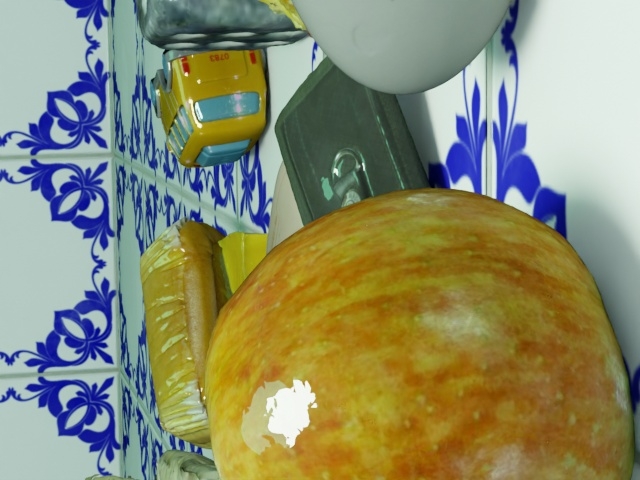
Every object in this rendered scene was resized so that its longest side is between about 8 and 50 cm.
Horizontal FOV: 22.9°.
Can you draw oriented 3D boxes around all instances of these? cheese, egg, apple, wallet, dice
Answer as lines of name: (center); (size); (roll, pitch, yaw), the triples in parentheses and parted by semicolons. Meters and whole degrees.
cheese: (-0.054, 0.028, 1.722); (0.171, 0.093, 0.126); (-131, 38, -69)
egg: (0.055, -0.212, 1.064); (0.176, 0.176, 0.231); (-120, 20, -62)
apple: (0.051, 0.117, 0.979); (0.277, 0.250, 0.309); (-121, 29, -62)
wallet: (0.031, -0.042, 1.331); (0.168, 0.052, 0.245); (-48, 55, 49)
dice: (-0.102, -0.299, 1.675); (0.181, 0.182, 0.183); (164, 104, -77)

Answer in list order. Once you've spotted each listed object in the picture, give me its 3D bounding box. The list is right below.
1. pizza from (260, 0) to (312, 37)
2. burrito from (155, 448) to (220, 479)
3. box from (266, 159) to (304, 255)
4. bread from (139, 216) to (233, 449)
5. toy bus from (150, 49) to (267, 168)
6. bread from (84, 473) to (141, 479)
pizza: (-0.016, -0.306, 1.383); (0.223, 0.089, 0.323); (15, 110, 46)
burrito: (-0.105, 0.350, 1.898); (0.332, 0.135, 0.190); (173, 91, -75)
box: (0.000, 0.000, 1.502); (0.146, 0.088, 0.200); (-107, 21, -48)
bread: (-0.149, 0.124, 1.988); (0.152, 0.119, 0.288); (33, -142, -48)
toy bus: (-0.135, -0.166, 1.970); (0.209, 0.126, 0.136); (137, 121, -72)
bread: (-0.274, 0.543, 2.400); (0.279, 0.249, 0.315); (-99, 27, -47)
